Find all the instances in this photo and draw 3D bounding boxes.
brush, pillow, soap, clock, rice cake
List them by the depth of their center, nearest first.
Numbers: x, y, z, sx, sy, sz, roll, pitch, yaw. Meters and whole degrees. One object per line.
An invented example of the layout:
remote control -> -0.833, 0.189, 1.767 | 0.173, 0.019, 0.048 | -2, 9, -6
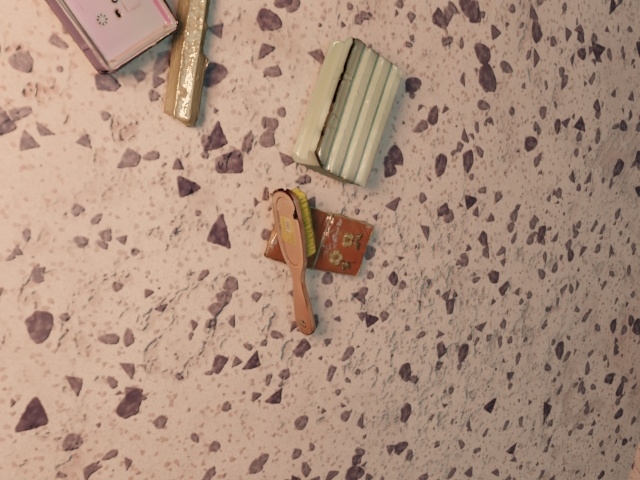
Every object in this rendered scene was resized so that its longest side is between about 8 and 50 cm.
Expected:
clock -> -0.325, -0.363, 0.862 | 0.145, 0.073, 0.193 | -42, 120, -19
rice cake -> -0.214, -0.318, 0.961 | 0.057, 0.052, 0.256 | -3, 104, -63
brush -> -0.032, 0.042, 1.116 | 0.067, 0.072, 0.312 | -25, 118, -36
soap -> 0.053, -0.250, 1.133 | 0.150, 0.094, 0.261 | 20, 88, -40
pillow -> 0.000, 0.000, 1.178 | 0.232, 0.043, 0.126 | 14, 93, -34
